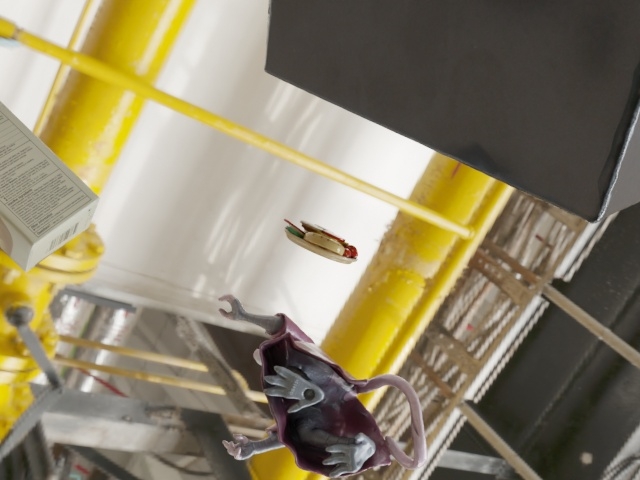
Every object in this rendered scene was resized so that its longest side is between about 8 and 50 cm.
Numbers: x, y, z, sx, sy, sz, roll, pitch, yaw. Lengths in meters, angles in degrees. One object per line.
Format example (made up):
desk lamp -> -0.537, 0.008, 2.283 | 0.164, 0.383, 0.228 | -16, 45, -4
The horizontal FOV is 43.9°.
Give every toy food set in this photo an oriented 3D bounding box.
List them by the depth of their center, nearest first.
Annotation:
toy food set -> 0.000, 0.000, 0.791 | 0.082, 0.083, 0.020 | 29, -81, 36

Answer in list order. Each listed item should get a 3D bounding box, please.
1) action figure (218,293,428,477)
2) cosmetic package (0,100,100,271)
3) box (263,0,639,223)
action figure -> -0.018, 0.203, 1.213 | 0.370, 0.275, 0.248 | -163, -110, -82
cosmetic package -> -0.207, -0.042, 0.517 | 0.060, 0.115, 0.041 | -43, 177, -38
box -> 0.269, -0.289, 0.917 | 0.479, 0.471, 0.298 | 32, -54, 38
